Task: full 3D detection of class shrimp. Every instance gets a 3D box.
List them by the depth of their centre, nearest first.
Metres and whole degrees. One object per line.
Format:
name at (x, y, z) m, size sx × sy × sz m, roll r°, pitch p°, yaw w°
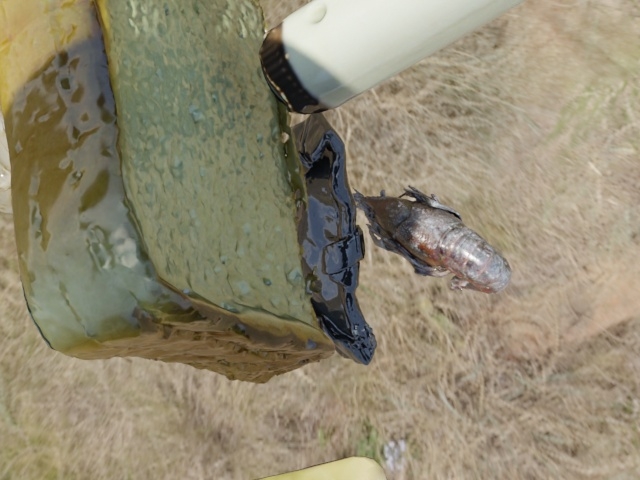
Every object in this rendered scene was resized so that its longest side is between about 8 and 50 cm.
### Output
shrimp at (0.078, -0.007, 0.847) m, size 0.056 × 0.165 × 0.065 m, roll -53°, pitch 143°, yaw -6°

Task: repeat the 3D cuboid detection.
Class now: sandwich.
sandwich at (-0.086, -0.053, 0.578) m, size 0.087 × 0.226 × 0.251 m, roll -19°, pitch 73°, yaw 18°

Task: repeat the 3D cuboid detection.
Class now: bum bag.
bum bag at (0.000, 0.000, 0.792) m, size 0.049 × 0.087 × 0.197 m, roll -14°, pitch 111°, yaw -19°

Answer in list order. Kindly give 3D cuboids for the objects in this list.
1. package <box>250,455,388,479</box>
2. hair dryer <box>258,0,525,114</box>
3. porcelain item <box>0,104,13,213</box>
package at (-0.094, 0.261, 0.530) m, size 0.311 × 0.165 × 0.221 m, roll -12°, pitch 59°, yaw -11°
hair dryer at (0.105, -0.154, 0.549) m, size 0.362 × 0.128 × 0.203 m, roll -27°, pitch 141°, yaw 26°
porcelain item at (-0.195, -0.063, 0.722) m, size 0.084 × 0.213 × 0.054 m, roll -15°, pitch 86°, yaw -19°
